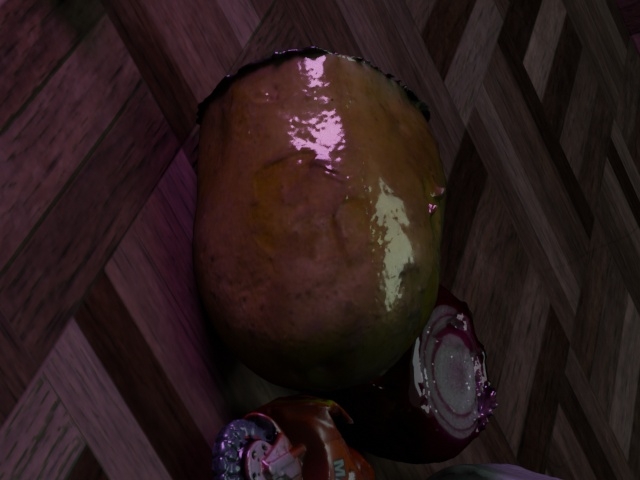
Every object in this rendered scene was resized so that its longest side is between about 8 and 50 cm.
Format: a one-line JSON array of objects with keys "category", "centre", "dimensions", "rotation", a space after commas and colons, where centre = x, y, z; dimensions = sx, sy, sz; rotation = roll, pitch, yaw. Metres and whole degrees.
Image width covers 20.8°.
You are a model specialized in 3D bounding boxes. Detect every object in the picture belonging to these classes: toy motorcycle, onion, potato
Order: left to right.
[{"category": "potato", "centre": [0.000, 0.000, 1.418], "dimensions": [0.229, 0.229, 0.266], "rotation": [37, 45, -53]}, {"category": "toy motorcycle", "centre": [0.006, 0.229, 1.416], "dimensions": [0.298, 0.089, 0.171], "rotation": [57, 27, -32]}, {"category": "onion", "centre": [0.051, 0.117, 1.568], "dimensions": [0.198, 0.135, 0.173], "rotation": [13, 64, -46]}]

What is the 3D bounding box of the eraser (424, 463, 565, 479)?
[{"category": "eraser", "centre": [0.218, 0.335, 1.651], "dimensions": [0.150, 0.331, 0.331], "rotation": [10, 65, -65]}]
